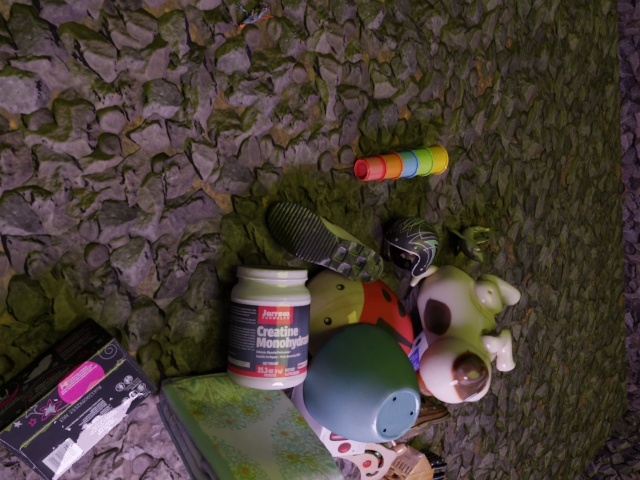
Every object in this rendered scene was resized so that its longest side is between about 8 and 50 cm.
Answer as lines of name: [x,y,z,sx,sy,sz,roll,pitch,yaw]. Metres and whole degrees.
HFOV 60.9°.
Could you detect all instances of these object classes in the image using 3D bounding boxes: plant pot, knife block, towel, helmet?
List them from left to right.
towel: [-0.161,0.433,1.214,0.320,0.374,0.090,7,115,-42]
plant pot: [0.130,0.374,1.328,0.290,0.195,0.290,-11,111,-29]
helmet: [0.271,0.008,1.621,0.169,0.169,0.161,-29,133,-33]
knife block: [0.328,0.846,1.905,0.276,0.088,0.242,-43,124,-26]

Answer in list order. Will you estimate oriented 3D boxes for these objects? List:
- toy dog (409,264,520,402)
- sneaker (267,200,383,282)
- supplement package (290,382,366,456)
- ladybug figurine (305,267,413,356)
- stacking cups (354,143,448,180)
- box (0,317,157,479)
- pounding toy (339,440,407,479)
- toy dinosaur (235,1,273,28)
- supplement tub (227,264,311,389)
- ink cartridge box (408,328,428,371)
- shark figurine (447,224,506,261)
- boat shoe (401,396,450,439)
toy dog: [0.425,0.293,1.650,0.395,0.284,0.408,42,45,-30]
sneaker: [0.000,0.000,1.428,0.330,0.146,0.122,32,96,-17]
supplement package: [0.032,0.483,1.529,0.203,0.149,0.194,15,90,-43]
ladybug figurine: [0.126,0.239,1.526,0.449,0.162,0.305,32,69,-43]
stacking cups: [0.240,-0.222,1.584,0.316,0.096,0.096,-14,109,-39]
box: [-0.480,0.302,1.053,0.247,0.142,0.163,-42,125,-25]
pounding toy: [0.138,0.646,1.711,0.269,0.155,0.154,36,105,-30]
toy dinosaur: [-0.149,-0.499,1.227,0.082,0.047,0.090,-50,140,2]
supplement tub: [-0.121,0.199,1.294,0.191,0.191,0.272,2,91,-41]
ink cartridge box: [0.305,0.396,1.774,0.206,0.045,0.208,-26,118,-56]
shark figurine: [0.522,0.008,1.902,0.278,0.166,0.116,-30,145,-52]
boat shoe: [0.351,0.582,1.848,0.307,0.111,0.104,9,55,-58]
